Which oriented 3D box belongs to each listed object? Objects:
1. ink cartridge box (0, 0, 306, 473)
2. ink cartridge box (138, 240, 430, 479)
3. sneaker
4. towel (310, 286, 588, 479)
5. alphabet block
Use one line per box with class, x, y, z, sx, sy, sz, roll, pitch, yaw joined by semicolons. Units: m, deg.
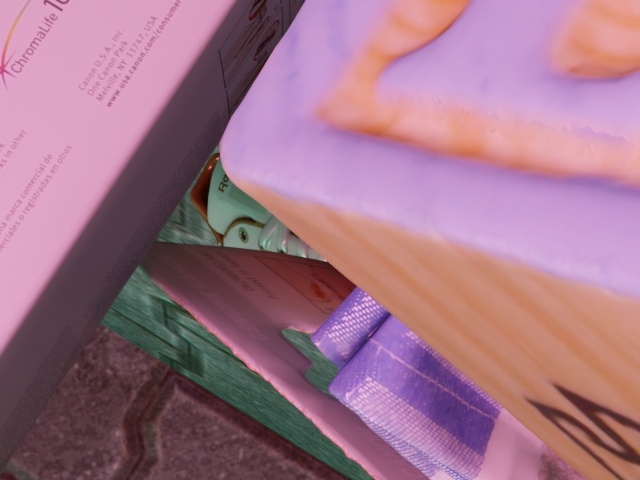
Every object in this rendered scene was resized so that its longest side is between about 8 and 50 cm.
ink cartridge box;-0.180;-0.079;0.727;0.272;0.309;0.130;32;169;7
ink cartridge box;0.124;0.117;0.848;0.385;0.091;0.308;11;-164;-35
sneaker;0.000;0.000;1.109;0.123;0.106;0.290;34;171;-22
towel;0.147;0.038;0.604;0.285;0.209;0.034;42;180;-37
alphabet block;0.135;-0.024;0.415;0.197;0.192;0.193;39;169;-35
